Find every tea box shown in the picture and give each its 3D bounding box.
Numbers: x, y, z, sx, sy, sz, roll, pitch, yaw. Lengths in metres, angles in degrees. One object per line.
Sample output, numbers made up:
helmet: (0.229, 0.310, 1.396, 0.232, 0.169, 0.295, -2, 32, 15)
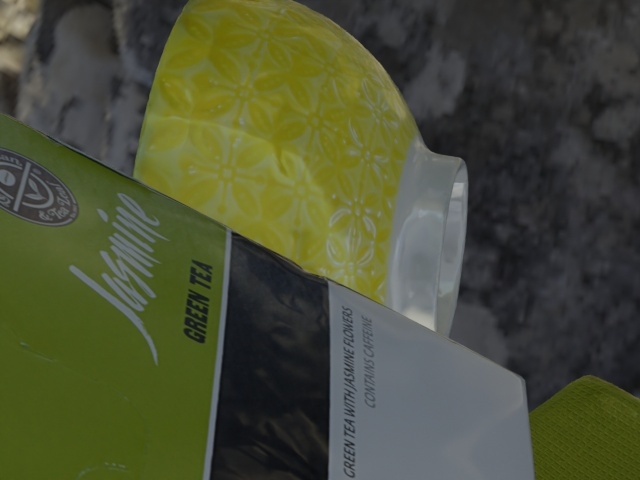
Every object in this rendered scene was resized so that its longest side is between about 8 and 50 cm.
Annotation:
tea box: (-0.125, 0.131, 0.501, 0.323, 0.329, 0.220, 29, 117, -14)

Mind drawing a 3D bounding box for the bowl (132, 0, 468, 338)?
bowl: (0.000, 0.000, 1.128, 0.156, 0.289, 0.289, 6, 130, 11)

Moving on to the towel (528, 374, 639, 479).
towel: (0.067, 0.129, 0.786, 0.102, 0.237, 0.021, 30, 137, 37)
